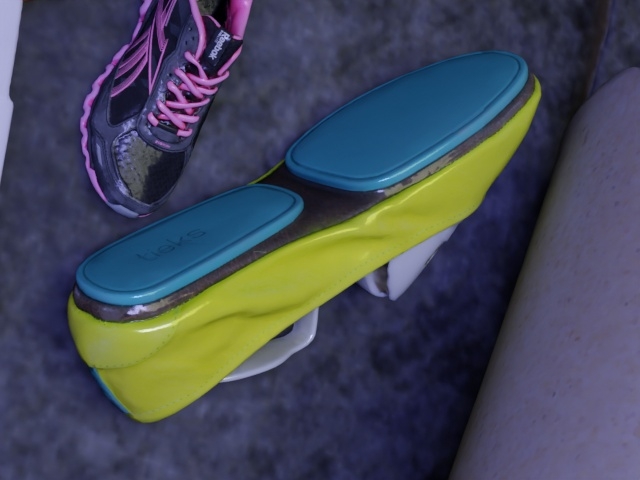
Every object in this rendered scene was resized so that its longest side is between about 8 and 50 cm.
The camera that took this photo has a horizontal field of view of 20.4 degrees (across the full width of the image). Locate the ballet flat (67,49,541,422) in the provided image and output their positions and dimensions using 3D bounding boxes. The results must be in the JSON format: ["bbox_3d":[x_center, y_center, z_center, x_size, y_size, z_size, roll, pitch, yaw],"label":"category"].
[{"bbox_3d":[0.000,0.000,0.721,0.231,0.077,0.077,-31,124,-28],"label":"ballet flat"}]

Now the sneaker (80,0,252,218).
[{"bbox_3d":[-0.054,-0.066,0.692,0.047,0.057,0.119,25,75,-31],"label":"sneaker"}]

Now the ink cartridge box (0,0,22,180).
[{"bbox_3d":[-0.177,-0.003,0.602,0.115,0.067,0.198,14,80,-32],"label":"ink cartridge box"}]

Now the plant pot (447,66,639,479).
[{"bbox_3d":[0.182,0.100,0.703,0.334,0.334,0.305,28,61,-28],"label":"plant pot"}]
